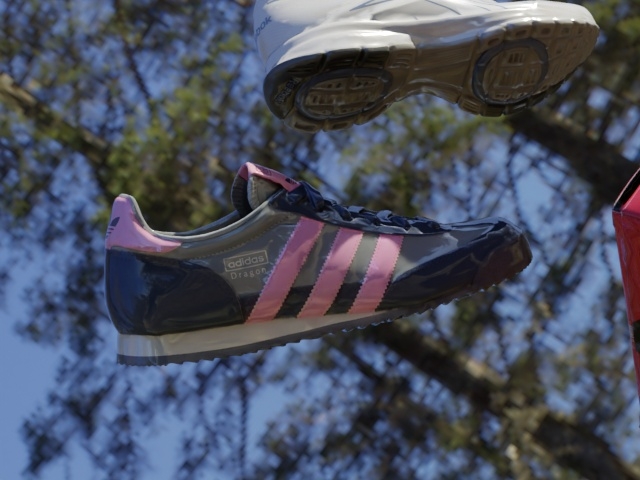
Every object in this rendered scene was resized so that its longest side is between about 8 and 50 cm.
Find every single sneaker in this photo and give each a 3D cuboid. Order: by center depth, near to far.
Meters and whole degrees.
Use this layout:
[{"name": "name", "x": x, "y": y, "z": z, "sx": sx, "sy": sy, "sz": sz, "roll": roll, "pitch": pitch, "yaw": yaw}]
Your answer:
[{"name": "sneaker", "x": 0.000, "y": 0.000, "z": 1.173, "sx": 0.319, "sy": 0.112, "sz": 0.131, "roll": -12, "pitch": -86, "yaw": -17}, {"name": "sneaker", "x": 0.085, "y": -0.171, "z": 1.292, "sx": 0.297, "sy": 0.129, "sz": 0.111, "roll": -4, "pitch": -37, "yaw": -23}]

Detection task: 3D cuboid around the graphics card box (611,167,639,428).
[{"name": "graphics card box", "x": 0.369, "y": 0.084, "z": 0.989, "sx": 0.094, "sy": 0.371, "sz": 0.233, "roll": -48, "pitch": -39, "yaw": -29}]
